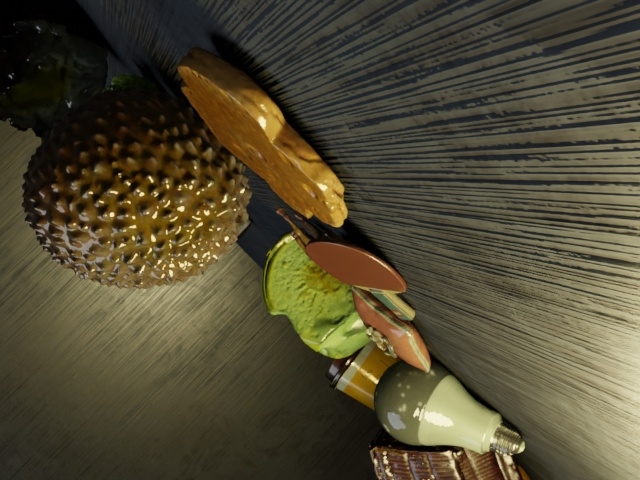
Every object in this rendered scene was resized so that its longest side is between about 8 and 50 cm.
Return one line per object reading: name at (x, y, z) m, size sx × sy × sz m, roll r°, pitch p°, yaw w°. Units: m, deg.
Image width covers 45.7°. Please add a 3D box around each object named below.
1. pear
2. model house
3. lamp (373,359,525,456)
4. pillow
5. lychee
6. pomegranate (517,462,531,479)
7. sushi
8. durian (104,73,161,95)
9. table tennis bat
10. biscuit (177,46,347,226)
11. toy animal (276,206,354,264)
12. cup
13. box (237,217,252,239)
pear at (0.000, 0.152, 1.729) m, size 0.286 × 0.176 × 0.282 m, roll 42°, pitch 174°, yaw 24°
model house at (0.257, 0.526, 1.694) m, size 0.297 × 0.283 × 0.317 m, roll 1°, pitch 113°, yaw 68°
lamp at (0.263, 0.355, 1.559) m, size 0.314 × 0.181 × 0.182 m, roll 20°, pitch 165°, yaw 15°
pillow at (0.135, 0.176, 1.492) m, size 0.171 × 0.075 × 0.179 m, roll 39°, pitch 169°, yaw 38°
lychee at (-0.337, -0.094, 1.399) m, size 0.432 × 0.380 × 0.380 m, roll 15°, pitch 159°, yaw 25°
pomegranate at (0.410, 0.647, 1.882) m, size 0.264 × 0.264 × 0.264 m, roll 44°, pitch 172°, yaw 7°
sushi at (-0.658, -0.423, 1.703) m, size 0.294 × 0.299 × 0.281 m, roll 44°, pitch -160°, yaw 25°
durian at (-0.389, -0.293, 1.628) m, size 0.132 × 0.106 × 0.375 m, roll 43°, pitch 173°, yaw 4°
table tennis bat at (0.081, 0.066, 1.239) m, size 0.154 × 0.021 × 0.274 m, roll 6°, pitch 155°, yaw 40°
biscuit at (-0.067, -0.128, 1.030) m, size 0.269 × 0.051 × 0.376 m, roll 38°, pitch 171°, yaw 25°
toy animal at (0.005, 0.007, 1.362) m, size 0.149 × 0.054 × 0.275 m, roll 54°, pitch 171°, yaw -27°
cup at (0.162, 0.368, 2.007) m, size 0.280 × 0.196 × 0.196 m, roll 35°, pitch 171°, yaw 7°
box at (-0.374, -0.151, 2.321) m, size 0.369 × 0.112 × 0.190 m, roll 45°, pitch 173°, yaw -20°
